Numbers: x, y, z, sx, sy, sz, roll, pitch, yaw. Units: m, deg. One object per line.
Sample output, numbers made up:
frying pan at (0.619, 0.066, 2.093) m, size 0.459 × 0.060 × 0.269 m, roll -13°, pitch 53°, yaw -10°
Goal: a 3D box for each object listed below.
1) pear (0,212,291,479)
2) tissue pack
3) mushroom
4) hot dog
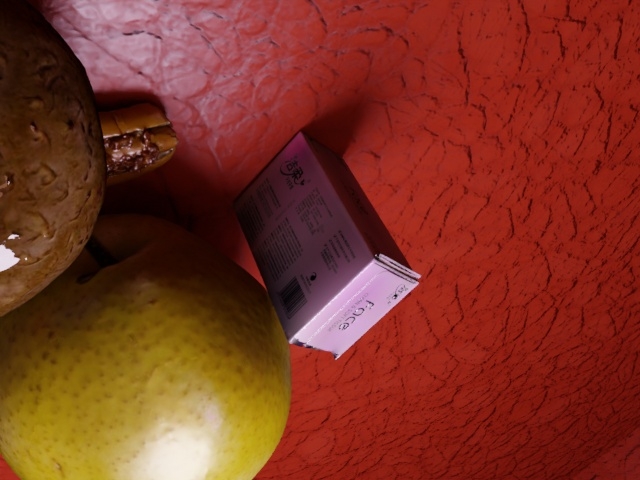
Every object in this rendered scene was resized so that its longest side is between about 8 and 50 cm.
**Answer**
pear at (-0.210, 0.167, 0.903) m, size 0.363 × 0.362 × 0.418 m, roll -13°, pitch 133°, yaw -15°
tissue pack at (0.000, 0.000, 0.918) m, size 0.148 × 0.246 × 0.092 m, roll -45°, pitch 135°, yaw 19°
mushroom at (-0.357, -0.081, 0.657) m, size 0.345 × 0.239 × 0.345 m, roll -10°, pitch 133°, yaw -11°
hot dog at (-0.280, -0.087, 0.822) m, size 0.249 × 0.076 × 0.102 m, roll -12°, pitch 139°, yaw -16°
